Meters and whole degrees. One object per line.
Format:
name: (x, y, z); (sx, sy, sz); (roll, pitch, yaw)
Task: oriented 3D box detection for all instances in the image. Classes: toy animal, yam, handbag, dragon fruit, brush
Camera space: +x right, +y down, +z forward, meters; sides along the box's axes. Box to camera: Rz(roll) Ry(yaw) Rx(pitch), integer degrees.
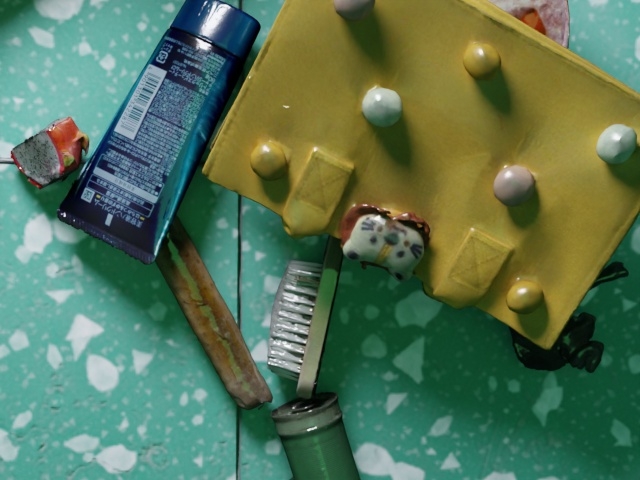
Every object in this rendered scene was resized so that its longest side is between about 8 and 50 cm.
toy animal: (0.217, 0.044, 1.401); (0.233, 0.084, 0.148); (35, 91, -10)
yam: (-0.125, 0.061, 1.386); (0.046, 0.046, 0.264); (-28, 95, -3)
handbag: (0.116, -0.086, 1.281); (0.401, 0.133, 0.283); (28, 109, -6)
dragon fruit: (-0.266, -0.090, 1.356); (0.056, 0.083, 0.060); (57, 42, -7)
brush: (0.000, 0.000, 1.390); (0.065, 0.070, 0.327); (13, 91, 4)

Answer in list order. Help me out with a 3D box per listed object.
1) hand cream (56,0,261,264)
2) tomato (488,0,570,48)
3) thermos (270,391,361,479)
hand cream: (-0.158, -0.118, 1.347); (0.120, 0.061, 0.270); (26, 83, 16)
tomato: (0.144, -0.229, 1.356); (0.199, 0.112, 0.228); (-24, 105, 7)
thermos: (0.005, 0.260, 1.398); (0.083, 0.073, 0.187); (-18, 95, -6)
